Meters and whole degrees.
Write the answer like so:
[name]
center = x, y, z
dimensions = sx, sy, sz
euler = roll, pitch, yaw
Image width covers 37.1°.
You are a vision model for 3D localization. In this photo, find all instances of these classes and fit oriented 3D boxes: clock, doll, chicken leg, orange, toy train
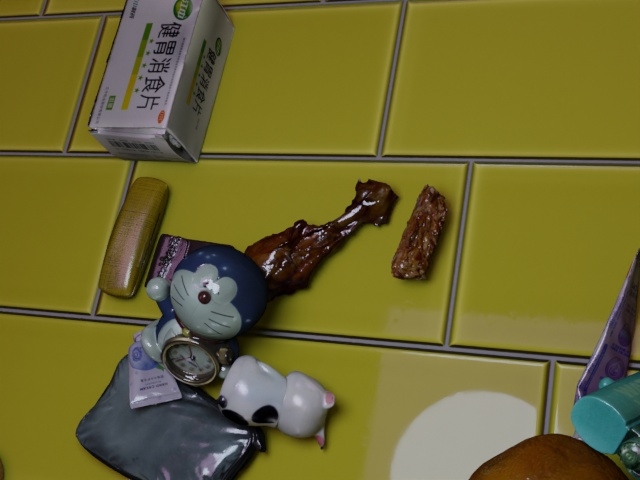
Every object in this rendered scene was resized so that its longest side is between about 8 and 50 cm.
[clock]
center = -0.189, 0.113, 1.544
dimensions = 0.200, 0.146, 0.243
euler = 36, 124, -2
[doll]
center = -0.072, 0.251, 1.511
dimensions = 0.181, 0.110, 0.107
euler = 13, 30, -3
[chicken leg]
center = 0.000, 0.000, 1.622
dimensions = 0.304, 0.093, 0.113
euler = -31, 78, -4
[orange]
center = 0.302, 0.392, 1.248
dimensions = 0.264, 0.264, 0.264
euler = -8, 66, 17
[toy train]
center = 0.441, 0.236, 1.278
dimensions = 0.159, 0.248, 0.101
euler = 38, 119, 32

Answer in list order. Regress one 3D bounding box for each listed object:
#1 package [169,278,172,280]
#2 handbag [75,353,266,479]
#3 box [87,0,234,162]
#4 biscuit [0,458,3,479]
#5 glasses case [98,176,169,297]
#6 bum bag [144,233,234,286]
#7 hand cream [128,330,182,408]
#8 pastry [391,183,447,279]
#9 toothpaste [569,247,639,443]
[package]
center = -0.227, 0.100, 1.673
dimensions = 0.059, 0.029, 0.083
euler = -9, 109, 16
[handbag]
center = -0.254, 0.325, 1.584
dimensions = 0.332, 0.075, 0.191
euler = 25, 75, 31
[box]
center = -0.301, -0.313, 1.824
dimensions = 0.173, 0.145, 0.332
euler = 3, 69, 23
[biscuit]
center = -0.667, 0.515, 1.668
dimensions = 0.216, 0.047, 0.339
euler = 23, 76, 24
[glasses case]
center = -0.344, -0.007, 1.756
dimensions = 0.079, 0.064, 0.234
euler = 9, 72, 20
[bum bag]
center = -0.235, 0.047, 1.714
dimensions = 0.159, 0.026, 0.109
euler = 7, 73, 21
[hand cream]
center = -0.287, 0.213, 1.596
dimensions = 0.084, 0.053, 0.142
euler = -10, 48, -14
[pastry]
center = 0.168, -0.008, 1.560
dimensions = 0.063, 0.087, 0.169
euler = 25, 77, -7
[toothpaste]
center = 0.427, 0.161, 1.400
dimensions = 0.048, 0.075, 0.301
euler = 9, 73, 47
